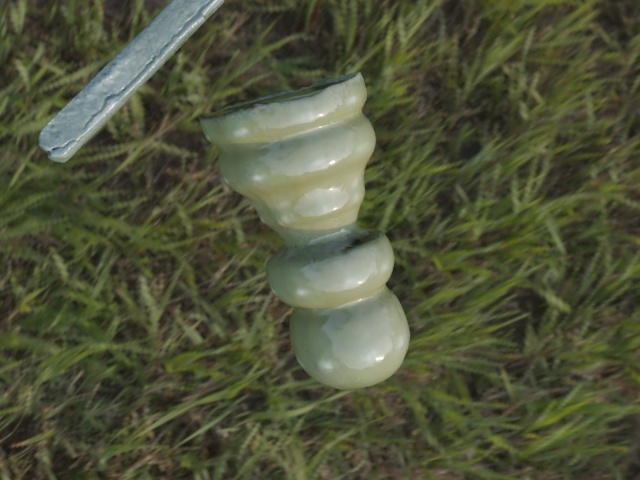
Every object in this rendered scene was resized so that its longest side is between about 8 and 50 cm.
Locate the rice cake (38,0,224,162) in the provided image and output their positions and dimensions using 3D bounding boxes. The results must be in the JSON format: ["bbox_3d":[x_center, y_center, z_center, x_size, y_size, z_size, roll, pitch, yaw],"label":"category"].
[{"bbox_3d":[-0.130,-0.120,0.924,0.029,0.033,0.171,45,84,-1],"label":"rice cake"}]

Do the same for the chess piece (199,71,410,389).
[{"bbox_3d":[0.000,0.000,1.415,0.182,0.182,0.330,-21,101,-26],"label":"chess piece"}]
